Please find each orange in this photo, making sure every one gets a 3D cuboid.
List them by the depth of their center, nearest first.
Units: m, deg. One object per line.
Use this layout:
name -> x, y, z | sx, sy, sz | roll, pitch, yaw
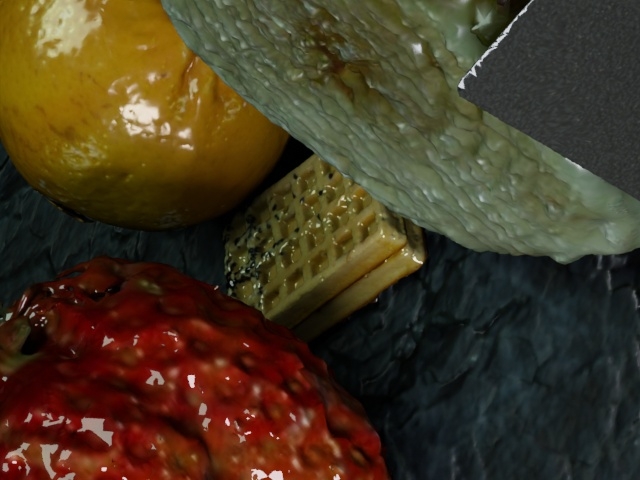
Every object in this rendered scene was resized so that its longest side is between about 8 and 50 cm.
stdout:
orange -> -0.109, -0.114, 1.259 | 0.193, 0.219, 0.219 | 12, 82, 43

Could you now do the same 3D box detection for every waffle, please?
waffle -> 0.000, 0.000, 1.217 | 0.148, 0.042, 0.102 | -35, 48, 35

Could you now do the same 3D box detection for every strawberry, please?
strawberry -> -0.095, 0.193, 1.089 | 0.312, 0.267, 0.351 | -44, 68, 19

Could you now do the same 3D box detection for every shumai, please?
shumai -> 0.094, -0.169, 1.047 | 0.263, 0.309, 0.304 | -49, 32, -18

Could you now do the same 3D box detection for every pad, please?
pad -> 0.182, -0.074, 0.903 | 0.143, 0.211, 0.003 | -49, 33, 22
